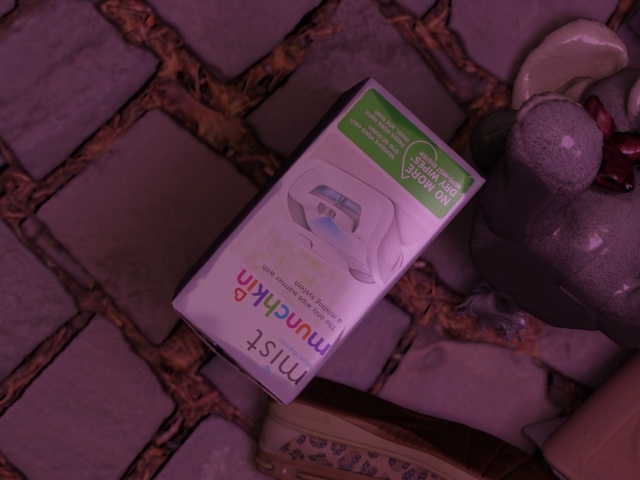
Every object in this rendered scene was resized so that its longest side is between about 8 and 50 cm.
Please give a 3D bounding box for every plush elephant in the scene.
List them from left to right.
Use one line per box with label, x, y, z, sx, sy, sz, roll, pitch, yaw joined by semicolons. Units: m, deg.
plush elephant;0.254;-0.053;1.482;0.272;0.330;0.255;39;67;-7

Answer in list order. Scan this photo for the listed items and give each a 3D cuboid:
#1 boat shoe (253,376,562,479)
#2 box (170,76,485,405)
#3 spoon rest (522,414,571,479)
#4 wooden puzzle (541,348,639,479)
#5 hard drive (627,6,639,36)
boat shoe;0.081;0.201;1.534;0.285;0.104;0.089;21;105;18
box;0.000;0.000;1.452;0.127;0.262;0.231;42;90;-4
spoon rest;0.236;0.295;1.570;0.137;0.084;0.276;-14;92;-3
wooden puzzle;0.411;0.184;1.495;0.322;0.080;0.348;-41;61;-17
hard drive;0.408;-0.168;1.527;0.254;0.054;0.172;40;94;23
